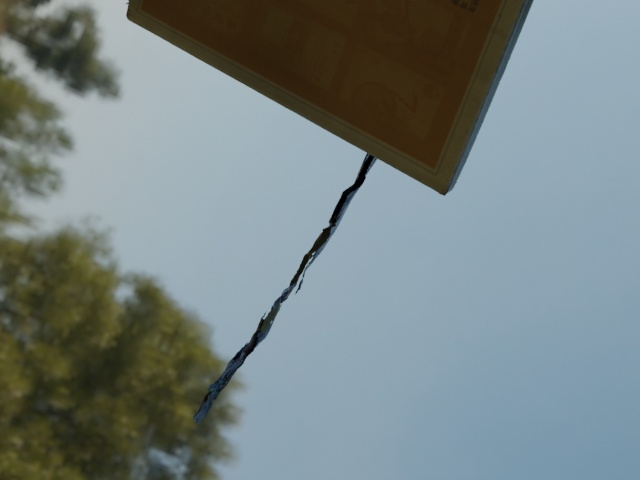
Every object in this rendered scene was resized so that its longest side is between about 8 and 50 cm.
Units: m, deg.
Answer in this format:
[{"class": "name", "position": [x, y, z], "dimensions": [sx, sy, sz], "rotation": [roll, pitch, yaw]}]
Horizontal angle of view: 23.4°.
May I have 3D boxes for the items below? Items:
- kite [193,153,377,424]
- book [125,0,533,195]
[{"class": "kite", "position": [0.000, 0.000, 1.038], "dimensions": [0.285, 0.015, 0.152], "rotation": [-56, 175, -17]}, {"class": "book", "position": [0.004, -0.155, 0.905], "dimensions": [0.018, 0.242, 0.170], "rotation": [-29, 145, -57]}]
